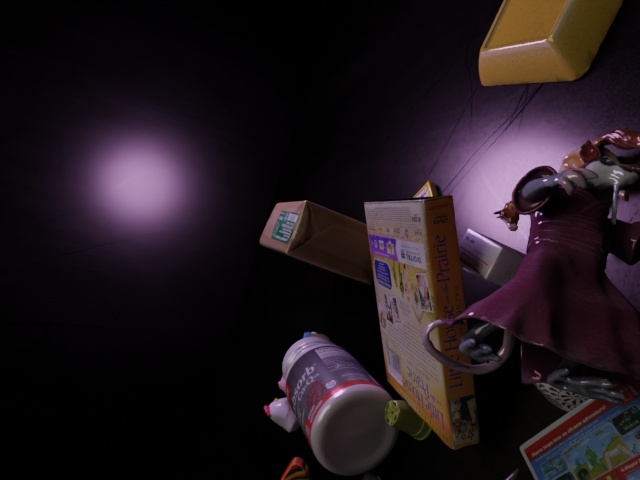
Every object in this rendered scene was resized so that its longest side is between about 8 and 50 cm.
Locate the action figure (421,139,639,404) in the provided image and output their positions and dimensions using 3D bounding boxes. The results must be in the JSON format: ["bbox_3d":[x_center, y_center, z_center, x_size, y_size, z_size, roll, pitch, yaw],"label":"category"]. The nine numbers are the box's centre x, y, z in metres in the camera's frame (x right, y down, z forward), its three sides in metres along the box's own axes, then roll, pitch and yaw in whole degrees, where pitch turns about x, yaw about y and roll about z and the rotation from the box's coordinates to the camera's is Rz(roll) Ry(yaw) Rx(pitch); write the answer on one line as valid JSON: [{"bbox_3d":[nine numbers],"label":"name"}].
[{"bbox_3d":[0.345,0.028,0.607,0.370,0.248,0.275,-63,5,-25],"label":"action figure"}]

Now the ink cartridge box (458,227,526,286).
[{"bbox_3d":[0.310,0.037,0.758,0.060,0.180,0.104,-64,21,13],"label":"ink cartridge box"}]

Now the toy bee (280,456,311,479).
[{"bbox_3d":[-0.112,0.773,1.231,0.298,0.162,0.195,-48,-5,19],"label":"toy bee"}]

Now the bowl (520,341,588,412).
[{"bbox_3d":[0.362,0.166,0.655,0.170,0.080,0.170,-50,29,41],"label":"bowl"}]

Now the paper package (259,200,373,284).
[{"bbox_3d":[0.000,0.000,1.389,0.325,0.310,0.168,12,83,68],"label":"paper package"}]

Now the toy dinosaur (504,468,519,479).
[{"bbox_3d":[0.271,0.483,0.584,0.160,0.121,0.313,3,69,56],"label":"toy dinosaur"}]

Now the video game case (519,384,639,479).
[{"bbox_3d":[0.379,0.332,0.507,0.204,0.025,0.285,-57,29,30],"label":"video game case"}]

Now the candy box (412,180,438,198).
[{"bbox_3d":[0.254,-0.060,1.211,0.206,0.027,0.105,-52,30,40],"label":"candy box"}]

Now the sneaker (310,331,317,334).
[{"bbox_3d":[-0.038,0.390,1.488,0.061,0.054,0.152,8,78,66],"label":"sneaker"}]

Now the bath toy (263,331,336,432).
[{"bbox_3d":[-0.072,0.459,1.400,0.348,0.129,0.151,-62,16,20],"label":"bath toy"}]

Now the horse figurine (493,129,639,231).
[{"bbox_3d":[0.433,-0.084,0.731,0.263,0.066,0.174,-59,29,31],"label":"horse figurine"}]

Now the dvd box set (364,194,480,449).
[{"bbox_3d":[0.182,0.126,0.845,0.307,0.062,0.420,-164,65,-78],"label":"dvd box set"}]

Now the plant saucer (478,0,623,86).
[{"bbox_3d":[0.497,-0.517,0.953,0.332,0.081,0.333,-67,21,10],"label":"plant saucer"}]

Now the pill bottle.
[{"bbox_3d":[0.028,0.388,1.100,0.210,0.210,0.363,-69,20,1],"label":"pill bottle"}]

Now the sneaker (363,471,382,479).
[{"bbox_3d":[0.103,0.577,0.925,0.065,0.076,0.166,-54,25,33],"label":"sneaker"}]

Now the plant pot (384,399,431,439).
[{"bbox_3d":[0.180,0.370,0.919,0.083,0.079,0.083,-51,28,42],"label":"plant pot"}]
